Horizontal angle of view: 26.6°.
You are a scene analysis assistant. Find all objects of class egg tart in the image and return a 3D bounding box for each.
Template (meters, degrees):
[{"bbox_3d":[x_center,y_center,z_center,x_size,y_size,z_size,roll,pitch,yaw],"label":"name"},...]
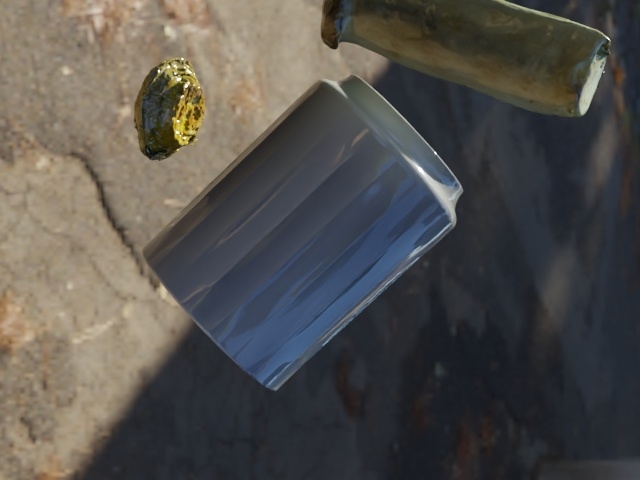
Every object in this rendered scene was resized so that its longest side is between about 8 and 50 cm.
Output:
[{"bbox_3d":[-0.175,-0.156,1.631,0.130,0.052,0.130,-45,143,-51],"label":"egg tart"}]

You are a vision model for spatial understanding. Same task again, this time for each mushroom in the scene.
[{"bbox_3d":[0.139,-0.208,1.388,0.081,0.312,0.099,-2,111,-67],"label":"mushroom"}]

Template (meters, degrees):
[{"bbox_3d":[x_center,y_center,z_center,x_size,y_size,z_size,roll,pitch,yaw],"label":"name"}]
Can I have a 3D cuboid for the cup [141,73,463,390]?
[{"bbox_3d":[0.000,0.000,1.632,0.327,0.237,0.323,-44,150,0],"label":"cup"}]
